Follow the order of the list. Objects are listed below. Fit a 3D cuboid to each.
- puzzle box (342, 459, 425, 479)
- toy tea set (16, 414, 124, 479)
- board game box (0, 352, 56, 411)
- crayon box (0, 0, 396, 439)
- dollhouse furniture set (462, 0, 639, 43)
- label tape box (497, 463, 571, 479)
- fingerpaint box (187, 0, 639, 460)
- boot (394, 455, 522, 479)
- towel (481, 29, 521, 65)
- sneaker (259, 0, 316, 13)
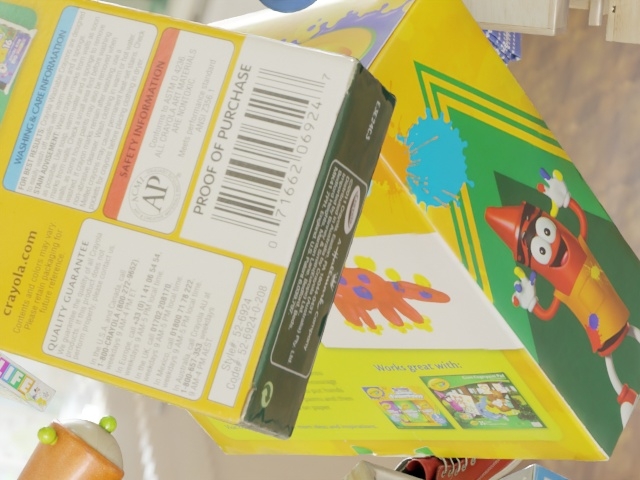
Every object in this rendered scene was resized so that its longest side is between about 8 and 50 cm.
[{"bbox_3d":[0.172,0.378,1.488,0.052,0.272,0.409,-51,35,25],"label":"puzzle box"},{"bbox_3d":[-0.212,0.282,1.944,0.124,0.200,0.336,-52,-8,-8],"label":"toy tea set"},{"bbox_3d":[-0.350,0.126,1.818,0.154,0.103,0.026,11,67,49],"label":"board game box"},{"bbox_3d":[-0.141,-0.032,1.012,0.083,0.323,0.203,33,-107,-68],"label":"crayon box"},{"bbox_3d":[0.262,-0.311,1.826,0.355,0.303,0.173,-25,-59,-64],"label":"dollhouse furniture set"},{"bbox_3d":[0.224,0.386,2.002,0.348,0.249,0.115,-36,35,48],"label":"label tape box"},{"bbox_3d":[0.000,0.000,1.449,0.445,0.371,0.163,-7,41,47],"label":"fingerpaint box"},{"bbox_3d":[0.181,0.253,2.191,0.244,0.088,0.176,-46,-21,-1],"label":"boot"},{"bbox_3d":[0.139,-0.385,2.175,0.040,0.336,0.243,-19,53,36],"label":"towel"},{"bbox_3d":[-0.065,-0.266,1.219,0.232,0.081,0.090,59,179,17],"label":"sneaker"}]
